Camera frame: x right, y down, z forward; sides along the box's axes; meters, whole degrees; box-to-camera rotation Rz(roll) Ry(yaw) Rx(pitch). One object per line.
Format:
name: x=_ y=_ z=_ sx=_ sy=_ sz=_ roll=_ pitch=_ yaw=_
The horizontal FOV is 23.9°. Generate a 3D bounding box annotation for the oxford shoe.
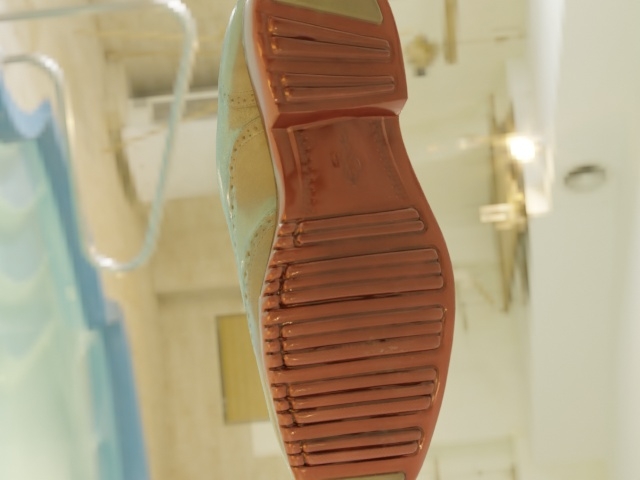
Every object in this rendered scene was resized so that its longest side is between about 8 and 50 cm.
oxford shoe: x=0.000 y=0.000 z=0.949 sx=0.130 sy=0.123 sz=0.348 roll=158 pitch=-69 yaw=-65
